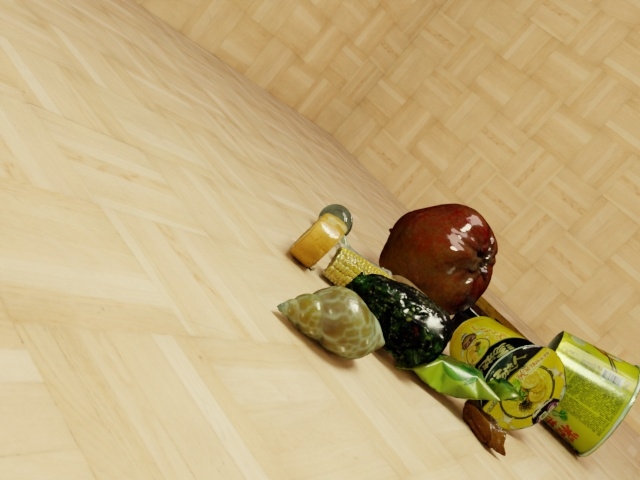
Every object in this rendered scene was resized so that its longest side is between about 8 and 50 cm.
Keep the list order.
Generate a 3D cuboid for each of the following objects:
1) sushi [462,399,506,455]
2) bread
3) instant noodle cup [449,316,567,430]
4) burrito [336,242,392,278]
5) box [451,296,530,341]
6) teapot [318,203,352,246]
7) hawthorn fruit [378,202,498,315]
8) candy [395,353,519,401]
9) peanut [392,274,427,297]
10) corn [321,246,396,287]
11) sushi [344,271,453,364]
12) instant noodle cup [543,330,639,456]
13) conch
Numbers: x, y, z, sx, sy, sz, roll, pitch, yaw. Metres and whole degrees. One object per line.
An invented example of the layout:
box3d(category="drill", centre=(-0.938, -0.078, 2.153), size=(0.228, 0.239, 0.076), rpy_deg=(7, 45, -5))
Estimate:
box3d(category="sushi", centre=(0.325, 0.367, 1.332), size=(0.055, 0.052, 0.120), rpy_deg=(13, 23, -37))
box3d(category="bread", centre=(0.000, 0.000, 1.429), size=(0.073, 0.122, 0.149), rpy_deg=(44, 13, -3))
box3d(category="instant noodle cup", centre=(0.418, 0.290, 1.573), size=(0.215, 0.215, 0.236), rpy_deg=(36, 6, -23))
box3d(category="burrito", centre=(0.107, 0.068, 1.681), size=(0.203, 0.064, 0.064), rpy_deg=(30, 17, -38))
box3d(category="box", centre=(0.510, 0.296, 2.003), size=(0.264, 0.116, 0.415), rpy_deg=(45, 12, 12))
box3d(category="teapot", centre=(0.043, -0.028, 1.809), size=(0.092, 0.124, 0.091), rpy_deg=(3, -12, 10))
box3d(category="hawthorn fruit", centre=(0.313, 0.045, 1.834), size=(0.324, 0.308, 0.308), rpy_deg=(1, -3, 21))
box3d(category="candy", centre=(0.267, 0.278, 1.365), size=(0.246, 0.069, 0.149), rpy_deg=(22, 2, 3))
box3d(category="peanut", centre=(0.220, 0.145, 1.722), size=(0.076, 0.076, 0.152), rpy_deg=(27, 15, -50))
box3d(category="corn", centre=(0.116, 0.108, 1.479), size=(0.244, 0.093, 0.093), rpy_deg=(39, 12, -15))
box3d(category="sushi", centre=(0.146, 0.148, 1.311), size=(0.225, 0.124, 0.127), rpy_deg=(32, 11, 22))
box3d(category="instant noodle cup", centre=(0.701, 0.405, 1.862), size=(0.221, 0.311, 0.311), rpy_deg=(35, 10, 13))
box3d(category="conch", centre=(0.032, 0.139, 1.103), size=(0.116, 0.106, 0.173), rpy_deg=(26, -22, 47))
